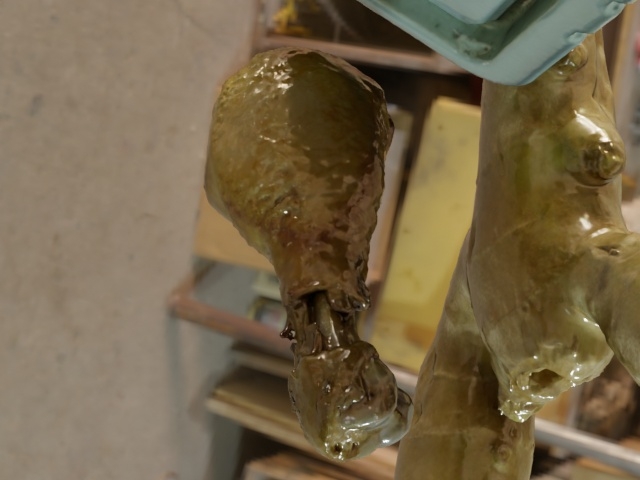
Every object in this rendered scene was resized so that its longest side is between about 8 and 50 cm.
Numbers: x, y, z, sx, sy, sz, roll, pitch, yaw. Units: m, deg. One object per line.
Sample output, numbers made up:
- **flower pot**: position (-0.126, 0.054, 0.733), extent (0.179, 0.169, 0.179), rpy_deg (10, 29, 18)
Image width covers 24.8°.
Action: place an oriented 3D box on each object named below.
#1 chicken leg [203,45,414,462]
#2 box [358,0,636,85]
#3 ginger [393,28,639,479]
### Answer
- **chicken leg**: position (-0.002, -0.001, 0.766), extent (0.087, 0.107, 0.251), rpy_deg (67, 9, -54)
- **box**: position (0.103, -0.217, 0.691), extent (0.182, 0.175, 0.312), rpy_deg (-60, -176, -10)
- **ginger**: position (0.137, 0.018, 0.952), extent (0.363, 0.122, 0.348), rpy_deg (122, -33, -55)
